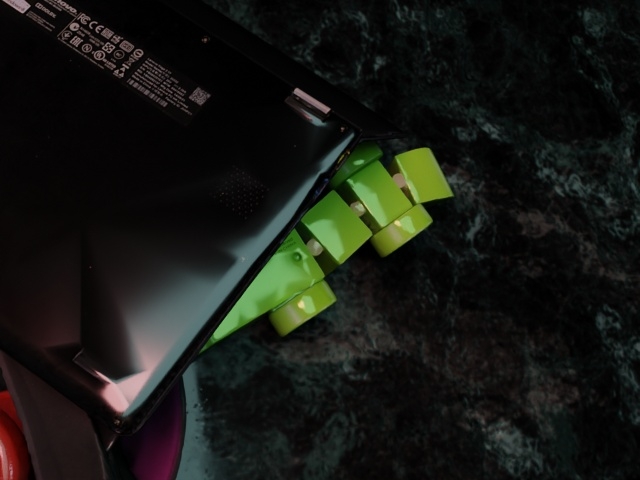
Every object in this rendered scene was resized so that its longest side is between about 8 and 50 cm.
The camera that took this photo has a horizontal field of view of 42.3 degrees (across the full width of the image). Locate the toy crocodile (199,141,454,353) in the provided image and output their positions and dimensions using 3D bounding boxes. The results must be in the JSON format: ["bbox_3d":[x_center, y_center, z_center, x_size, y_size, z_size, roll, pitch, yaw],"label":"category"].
[{"bbox_3d":[0.000,0.000,0.821,0.340,0.105,0.115,-35,86,-25],"label":"toy crocodile"}]

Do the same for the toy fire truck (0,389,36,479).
[{"bbox_3d":[-0.274,0.256,0.586,0.254,0.169,0.302,-31,84,-5],"label":"toy fire truck"}]

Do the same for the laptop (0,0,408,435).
[{"bbox_3d":[-0.167,-0.099,0.687,0.382,0.236,0.408,34,70,8],"label":"laptop"}]

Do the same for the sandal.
[{"bbox_3d":[-0.147,0.114,0.602,0.107,0.167,0.446,-30,53,-6],"label":"sandal"}]
